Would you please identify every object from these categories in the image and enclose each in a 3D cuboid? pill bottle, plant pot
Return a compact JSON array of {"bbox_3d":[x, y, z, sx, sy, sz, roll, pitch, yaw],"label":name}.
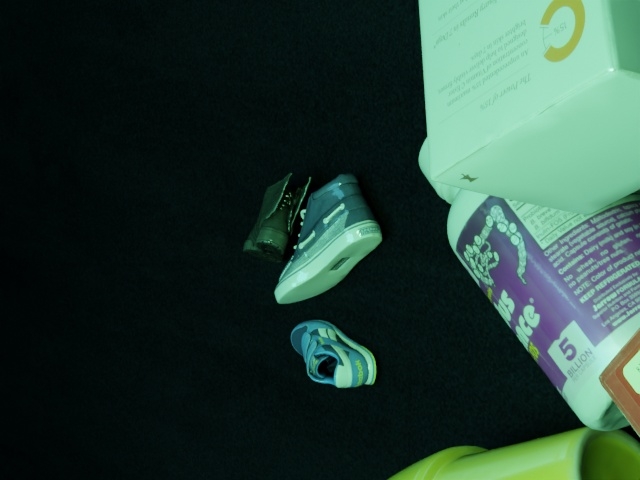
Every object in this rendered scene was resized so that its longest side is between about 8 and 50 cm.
[{"bbox_3d":[0.219,0.006,1.267,0.301,0.169,0.169,55,139,27],"label":"pill bottle"},{"bbox_3d":[0.204,0.294,1.341,0.239,0.254,0.254,-34,73,36],"label":"plant pot"}]

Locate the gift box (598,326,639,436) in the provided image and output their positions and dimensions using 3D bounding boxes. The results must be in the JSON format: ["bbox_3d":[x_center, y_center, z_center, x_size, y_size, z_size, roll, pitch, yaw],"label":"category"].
[{"bbox_3d":[0.385,0.067,0.988,0.276,0.258,0.255,60,141,22],"label":"gift box"}]

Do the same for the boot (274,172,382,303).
[{"bbox_3d":[0.000,0.000,1.657,0.190,0.069,0.086,-39,62,43],"label":"boot"}]

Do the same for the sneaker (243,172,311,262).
[{"bbox_3d":[-0.052,-0.027,1.719,0.170,0.051,0.089,145,143,-78],"label":"sneaker"}]

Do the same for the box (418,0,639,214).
[{"bbox_3d":[0.202,-0.225,1.124,0.215,0.168,0.345,-32,54,53],"label":"box"}]

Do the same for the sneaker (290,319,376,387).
[{"bbox_3d":[0.003,0.135,1.693,0.144,0.059,0.053,24,122,49],"label":"sneaker"}]
